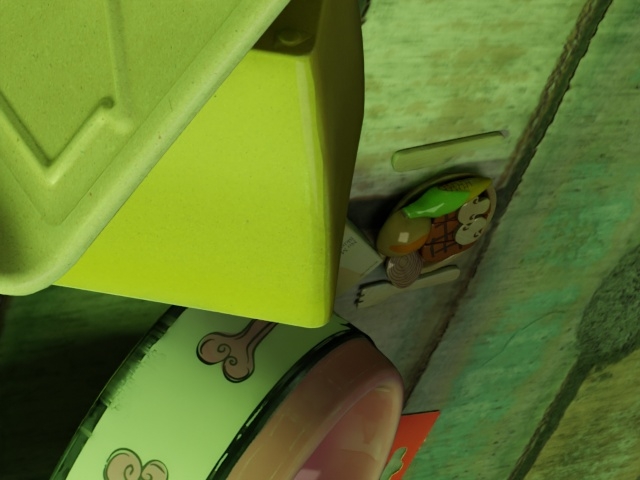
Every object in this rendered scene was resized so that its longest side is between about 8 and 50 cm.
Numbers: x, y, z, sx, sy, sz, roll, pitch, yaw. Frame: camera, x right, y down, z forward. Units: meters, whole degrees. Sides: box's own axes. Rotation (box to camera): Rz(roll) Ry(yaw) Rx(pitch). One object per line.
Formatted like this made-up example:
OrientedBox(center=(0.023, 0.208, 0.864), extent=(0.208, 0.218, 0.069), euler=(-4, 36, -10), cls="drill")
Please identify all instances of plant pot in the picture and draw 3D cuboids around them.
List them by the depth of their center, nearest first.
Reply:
OrientedBox(center=(-0.076, -0.100, 1.001), extent=(0.212, 0.212, 0.187), euler=(9, 137, 1), cls="plant pot")

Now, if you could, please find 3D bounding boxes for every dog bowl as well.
OrientedBox(center=(-0.077, 0.220, 1.326), extent=(0.408, 0.150, 0.408), euler=(-53, 162, -26), cls="dog bowl")

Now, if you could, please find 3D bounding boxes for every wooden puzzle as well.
OrientedBox(center=(-0.120, -0.193, 0.843), extent=(0.348, 0.322, 0.080), euler=(-46, 153, 15), cls="wooden puzzle")

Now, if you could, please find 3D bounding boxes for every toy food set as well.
OrientedBox(center=(0.106, -0.007, 1.457), extent=(0.132, 0.038, 0.192), euler=(-14, 139, -25), cls="toy food set")

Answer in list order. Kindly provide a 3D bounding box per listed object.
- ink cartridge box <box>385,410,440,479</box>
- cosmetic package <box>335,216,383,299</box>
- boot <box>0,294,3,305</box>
OrientedBox(center=(0.016, 0.265, 1.688), extent=(0.225, 0.056, 0.181), euler=(-1, 133, -35), cls="ink cartridge box")
OrientedBox(center=(0.000, 0.000, 1.382), extent=(0.060, 0.041, 0.115), euler=(-40, 143, 7), cls="cosmetic package")
OrientedBox(center=(-0.299, 0.063, 1.230), extent=(0.087, 0.042, 0.118), euler=(11, 124, -37), cls="boot")
